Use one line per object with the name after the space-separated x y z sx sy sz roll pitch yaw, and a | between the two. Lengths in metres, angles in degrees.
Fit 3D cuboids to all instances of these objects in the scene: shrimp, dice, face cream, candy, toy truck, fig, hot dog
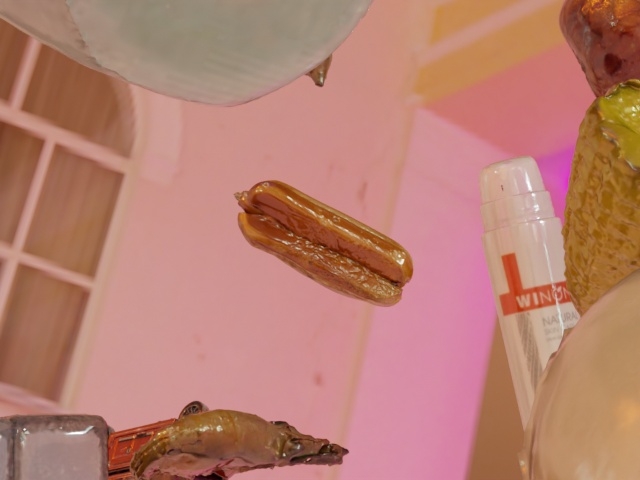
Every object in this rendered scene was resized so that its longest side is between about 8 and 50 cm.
-0.084 0.209 1.490 0.117 0.066 0.262 -32 -30 29 | shrimp
-0.108 -0.263 0.977 0.268 0.265 0.262 14 22 -47 | dice
0.260 0.067 1.784 0.102 0.346 0.102 -12 -4 -1 | face cream
0.215 -0.011 1.023 0.094 0.106 0.199 -22 -35 -22 | candy
-0.199 0.290 1.874 0.252 0.114 0.107 -16 -42 36 | toy truck
0.361 -0.222 1.528 0.207 0.175 0.175 -24 -31 6 | fig
0.000 0.000 1.754 0.235 0.092 0.062 31 13 3 | hot dog

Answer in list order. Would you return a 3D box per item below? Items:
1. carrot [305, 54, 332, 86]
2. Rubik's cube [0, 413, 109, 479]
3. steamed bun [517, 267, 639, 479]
-0.067 -0.281 1.505 0.070 0.342 0.070 -24 -28 -14 | carrot
-0.392 0.322 1.269 0.344 0.344 0.337 4 -9 -28 | Rubik's cube
0.316 0.134 0.856 0.374 0.374 0.241 19 -56 -15 | steamed bun
